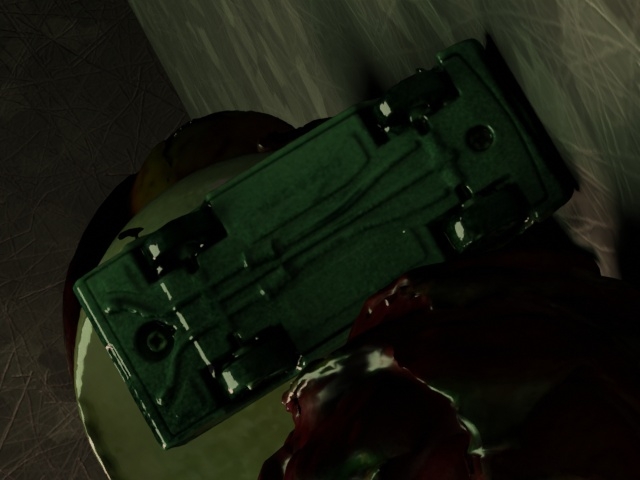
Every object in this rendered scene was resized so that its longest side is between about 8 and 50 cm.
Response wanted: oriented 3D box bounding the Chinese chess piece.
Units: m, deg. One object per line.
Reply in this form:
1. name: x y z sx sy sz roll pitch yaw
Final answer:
1. Chinese chess piece: -0.016 0.100 1.360 0.349 0.349 0.146 64 -155 -15

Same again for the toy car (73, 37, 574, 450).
1. toy car: 0.000 0.000 1.177 0.141 0.321 0.097 59 -175 11

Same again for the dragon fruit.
1. dragon fruit: 0.114 0.163 1.045 0.329 0.329 0.329 61 174 12

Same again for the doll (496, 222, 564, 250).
1. doll: 0.155 0.034 1.257 0.139 0.057 0.165 63 -177 -19

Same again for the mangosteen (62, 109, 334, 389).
1. mangosteen: -0.030 0.066 1.635 0.381 0.421 0.381 27 -135 -30
